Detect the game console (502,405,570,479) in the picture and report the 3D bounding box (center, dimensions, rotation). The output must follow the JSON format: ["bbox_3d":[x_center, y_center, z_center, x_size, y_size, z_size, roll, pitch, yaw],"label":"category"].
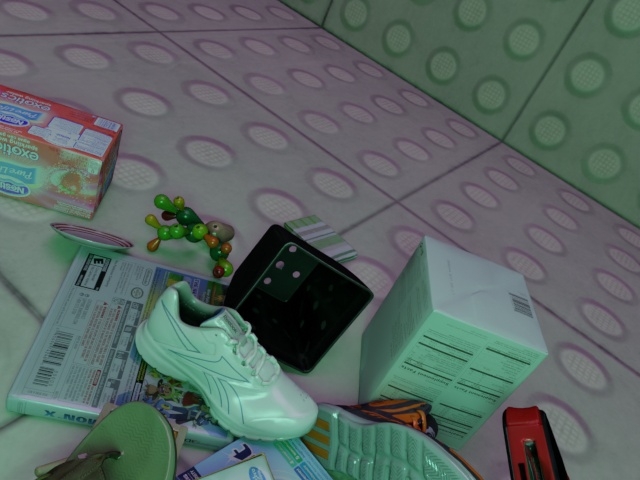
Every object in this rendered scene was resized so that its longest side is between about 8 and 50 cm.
[{"bbox_3d":[0.314,0.440,0.714,0.387,0.060,0.342,-75,144,-55],"label":"game console"}]

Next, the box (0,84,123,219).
[{"bbox_3d":[-0.541,-0.171,1.060,0.299,0.142,0.154,16,34,-14],"label":"box"}]

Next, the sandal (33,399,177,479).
[{"bbox_3d":[-0.245,0.276,0.535,0.120,0.086,0.303,25,46,15],"label":"sandal"}]

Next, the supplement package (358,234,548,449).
[{"bbox_3d":[0.208,0.175,0.980,0.198,0.263,0.199,22,34,-8],"label":"supplement package"}]

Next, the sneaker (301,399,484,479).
[{"bbox_3d":[0.133,0.288,0.807,0.180,0.125,0.321,2,7,-39],"label":"sneaker"}]

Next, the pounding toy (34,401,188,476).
[{"bbox_3d":[-0.248,0.269,0.692,0.141,0.100,0.130,21,34,-7],"label":"pounding toy"}]

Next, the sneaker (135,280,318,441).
[{"bbox_3d":[-0.129,0.173,0.814,0.297,0.129,0.111,31,31,6],"label":"sneaker"}]

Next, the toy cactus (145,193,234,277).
[{"bbox_3d":[-0.229,-0.003,1.103,0.219,0.112,0.180,33,14,20],"label":"toy cactus"}]

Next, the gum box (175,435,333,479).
[{"bbox_3d":[-0.078,0.339,0.765,0.184,0.041,0.157,-17,53,-46],"label":"gum box"}]

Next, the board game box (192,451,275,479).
[{"bbox_3d":[-0.161,0.378,0.555,0.316,0.064,0.242,-13,47,-21],"label":"board game box"}]

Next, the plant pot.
[{"bbox_3d":[-0.055,0.082,0.991,0.187,0.188,0.167,32,13,-27],"label":"plant pot"}]

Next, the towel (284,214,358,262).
[{"bbox_3d":[0.000,0.000,1.307,0.152,0.023,0.113,42,34,26],"label":"towel"}]

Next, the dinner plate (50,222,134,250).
[{"bbox_3d":[-0.397,-0.004,0.999,0.141,0.017,0.141,18,5,-1],"label":"dinner plate"}]

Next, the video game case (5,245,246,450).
[{"bbox_3d":[-0.270,0.153,0.898,0.299,0.036,0.329,17,34,-14],"label":"video game case"}]
